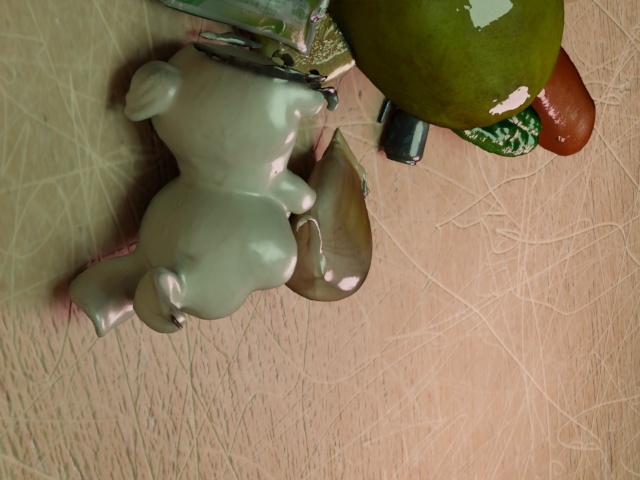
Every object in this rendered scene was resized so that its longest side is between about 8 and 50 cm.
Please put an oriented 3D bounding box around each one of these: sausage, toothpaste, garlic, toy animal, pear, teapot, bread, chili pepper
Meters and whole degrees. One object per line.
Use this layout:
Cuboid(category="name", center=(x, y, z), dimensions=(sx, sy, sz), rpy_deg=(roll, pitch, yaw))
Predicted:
Cuboid(category="sausage", center=(0.291, -0.218, 2.412), dimensions=(0.348, 0.094, 0.097), rpy_deg=(48, 57, -54))
Cuboid(category="toothpaste", center=(-0.089, -0.242, 1.764), dimensions=(0.248, 0.047, 0.078), rpy_deg=(11, 101, -41))
Cuboid(category="garlic", center=(0.001, 0.004, 1.985), dimensions=(0.148, 0.128, 0.266), rpy_deg=(56, 13, -17))
Cuboid(category="toy animal", center=(-0.107, -0.043, 1.780), dimensions=(0.247, 0.183, 0.310), rpy_deg=(2, 109, -54))
Cuboid(category="pear", center=(0.135, -0.270, 1.967), dimensions=(0.269, 0.269, 0.321), rpy_deg=(-49, 121, -33))
Cuboid(category="teapot", center=(0.101, -0.137, 2.198), dimensions=(0.049, 0.063, 0.083), rpy_deg=(-92, -165, -86))
Cuboid(category="bread", center=(-0.031, -0.211, 1.892), dimensions=(0.157, 0.083, 0.094), rpy_deg=(29, 83, -45))
Cuboid(category="chili pepper", center=(0.197, -0.178, 2.291), dimensions=(0.099, 0.083, 0.253), rpy_deg=(-55, 142, 0))

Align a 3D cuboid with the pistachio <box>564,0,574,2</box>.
Cuboid(category="pistachio", center=(0.299, -0.403, 2.223), dimensions=(0.309, 0.230, 0.230), rpy_deg=(-36, 135, -50))
